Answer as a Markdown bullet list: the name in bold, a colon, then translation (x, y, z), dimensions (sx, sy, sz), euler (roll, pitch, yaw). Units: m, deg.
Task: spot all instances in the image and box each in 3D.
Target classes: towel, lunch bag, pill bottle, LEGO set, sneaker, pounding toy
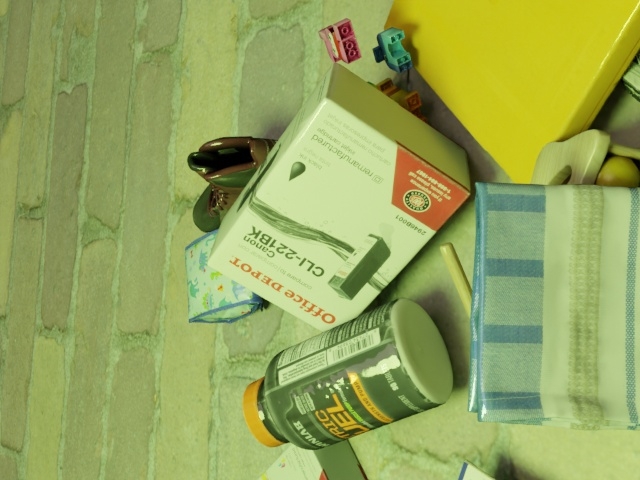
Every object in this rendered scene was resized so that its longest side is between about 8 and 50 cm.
- **towel**: translation (0.267, 0.057, 0.633), dimensions (0.034, 0.284, 0.209), euler (101, 172, -85)
- **lunch bag**: translation (-0.138, 0.051, 1.163), dimensions (0.151, 0.096, 0.129), euler (-29, 64, 52)
- **pill bottle**: translation (0.023, 0.171, 0.913), dimensions (0.245, 0.130, 0.130), euler (-28, 65, 27)
- **LEGO set**: translation (0.072, -0.189, 0.957), dimensions (0.093, 0.087, 0.227), euler (46, 161, 55)
- **sneaker**: translation (0.306, -0.189, 0.757), dimensions (0.058, 0.052, 0.135), euler (-43, 51, 14)
- **pounding toy**: translation (0.210, 0.026, 0.713), dimensions (0.154, 0.154, 0.270), euler (-121, 44, -70)
- **sneaker**: translation (-0.151, -0.093, 1.146), dimensions (0.281, 0.162, 0.106), euler (-29, 65, 41)

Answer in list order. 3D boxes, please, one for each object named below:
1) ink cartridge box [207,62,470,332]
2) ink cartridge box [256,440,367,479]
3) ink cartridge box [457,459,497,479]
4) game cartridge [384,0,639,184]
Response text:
- **ink cartridge box**: translation (0.017, -0.038, 0.918), dimensions (0.273, 0.197, 0.114), euler (-51, 15, 32)
- **ink cartridge box**: translation (-0.019, 0.352, 1.012), dimensions (0.175, 0.072, 0.127), euler (-52, 52, 29)
- **ink cartridge box**: translation (0.265, 0.372, 0.712), dimensions (0.371, 0.069, 0.176), euler (25, 104, 43)
- **game cartridge**: translation (0.204, -0.259, 0.810), dimensions (0.324, 0.052, 0.285), euler (59, 143, 34)
